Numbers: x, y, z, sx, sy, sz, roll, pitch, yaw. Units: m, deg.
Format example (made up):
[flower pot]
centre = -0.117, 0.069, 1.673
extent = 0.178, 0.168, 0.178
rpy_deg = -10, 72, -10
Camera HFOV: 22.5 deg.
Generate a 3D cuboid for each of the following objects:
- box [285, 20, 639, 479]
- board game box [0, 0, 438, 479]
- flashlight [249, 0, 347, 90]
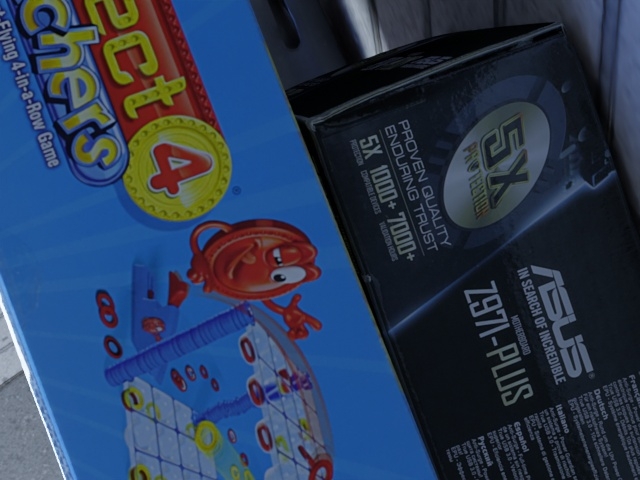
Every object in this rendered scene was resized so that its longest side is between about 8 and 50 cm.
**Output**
[box]
centre = 0.049, 0.030, 0.502
extent = 0.147, 0.077, 0.180
rpy_deg = -148, 37, -80
[board game box]
centre = -0.053, 0.010, 0.540
extent = 0.308, 0.086, 0.302
rpy_deg = 124, 124, -82
[flashlight]
centre = 0.006, 0.036, 0.753
extent = 0.103, 0.103, 0.304
rpy_deg = 94, 153, -80
